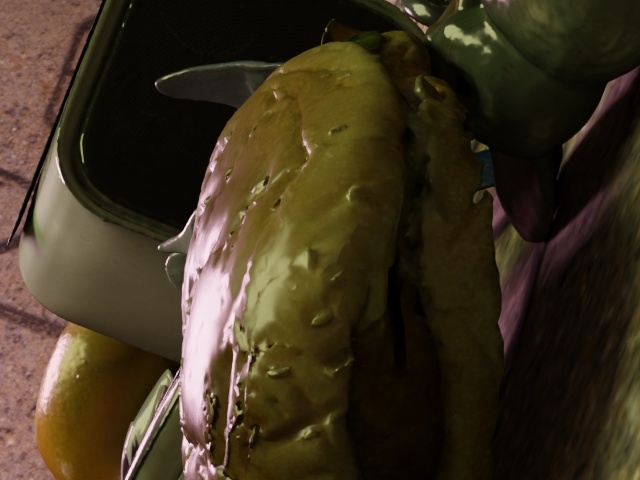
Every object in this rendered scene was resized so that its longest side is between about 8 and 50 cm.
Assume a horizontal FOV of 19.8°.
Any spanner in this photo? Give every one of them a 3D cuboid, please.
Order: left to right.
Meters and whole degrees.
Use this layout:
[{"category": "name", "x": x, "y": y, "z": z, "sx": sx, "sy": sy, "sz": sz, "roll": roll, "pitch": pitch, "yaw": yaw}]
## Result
[{"category": "spanner", "x": -0.068, "y": 0.068, "z": 1.216, "sx": 0.324, "sy": 0.040, "sz": 0.095, "roll": -63, "pitch": 5, "yaw": 16}]

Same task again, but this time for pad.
[{"category": "pad", "x": -0.202, "y": -0.101, "z": 1.430, "sx": 0.143, "sy": 0.003, "sz": 0.211, "roll": -125, "pitch": 57, "yaw": -81}]

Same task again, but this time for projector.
[{"category": "projector", "x": -0.078, "y": -0.059, "z": 1.406, "sx": 0.249, "sy": 0.248, "sz": 0.248, "roll": 129, "pitch": 160, "yaw": -65}]

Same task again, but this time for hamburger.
[{"category": "hamburger", "x": -0.001, "y": 0.048, "z": 0.828, "sx": 0.285, "sy": 0.134, "sz": 0.265, "roll": -110, "pitch": 16, "yaw": -65}]

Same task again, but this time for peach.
[{"category": "peach", "x": -0.158, "y": 0.126, "z": 1.652, "sx": 0.251, "sy": 0.153, "sz": 0.251, "roll": -29, "pitch": -56, "yaw": -54}]

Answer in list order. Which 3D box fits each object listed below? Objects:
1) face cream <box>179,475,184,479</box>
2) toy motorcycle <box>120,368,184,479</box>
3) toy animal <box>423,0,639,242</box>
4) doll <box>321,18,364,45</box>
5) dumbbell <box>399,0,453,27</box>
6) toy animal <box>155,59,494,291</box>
[{"category": "face cream", "x": -0.065, "y": 0.196, "z": 1.267, "sx": 0.311, "sy": 0.092, "sz": 0.092, "roll": 129, "pitch": 160, "yaw": -68}, {"category": "toy motorcycle", "x": -0.115, "y": 0.188, "z": 1.538, "sx": 0.112, "sy": 0.112, "sz": 0.254, "roll": -159, "pitch": 89, "yaw": -82}, {"category": "toy animal", "x": 0.102, "y": -0.095, "z": 0.833, "sx": 0.138, "sy": 0.108, "sz": 0.236, "roll": -80, "pitch": 13, "yaw": -52}, {"category": "doll", "x": 0.041, "y": -0.105, "z": 1.288, "sx": 0.076, "sy": 0.113, "sz": 0.078, "roll": 52, "pitch": -130, "yaw": -56}, {"category": "dumbbell", "x": 0.064, "y": -0.086, "z": 1.143, "sx": 0.081, "sy": 0.082, "sz": 0.254, "roll": -100, "pitch": 31, "yaw": -74}, {"category": "toy animal", "x": 0.000, "y": 0.000, "z": 1.073, "sx": 0.255, "sy": 0.176, "sz": 0.239, "roll": -4, "pitch": 105, "yaw": 63}]
